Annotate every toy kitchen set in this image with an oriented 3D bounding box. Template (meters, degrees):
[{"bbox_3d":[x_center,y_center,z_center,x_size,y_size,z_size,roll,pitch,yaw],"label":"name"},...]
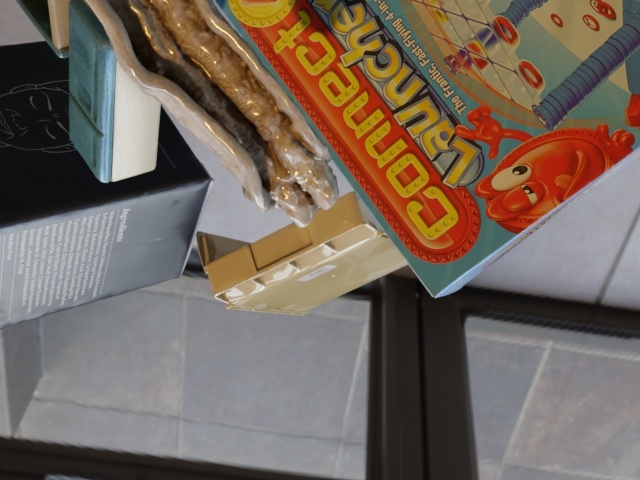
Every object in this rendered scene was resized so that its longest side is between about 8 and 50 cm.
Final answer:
[{"bbox_3d":[-0.228,-0.133,0.583,0.166,0.207,0.122,-21,146,-30],"label":"toy kitchen set"}]

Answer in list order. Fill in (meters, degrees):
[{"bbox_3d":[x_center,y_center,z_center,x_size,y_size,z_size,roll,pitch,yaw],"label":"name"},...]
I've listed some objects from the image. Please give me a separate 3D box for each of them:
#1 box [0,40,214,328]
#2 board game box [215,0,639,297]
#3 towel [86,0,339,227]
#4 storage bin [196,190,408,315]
[{"bbox_3d":[-0.391,-0.073,1.097,0.396,0.293,0.212,-16,148,-33],"label":"box"},{"bbox_3d":[0.119,-0.169,0.630,0.302,0.086,0.308,-39,80,18],"label":"board game box"},{"bbox_3d":[-0.099,-0.130,0.406,0.049,0.187,0.282,-39,107,-1],"label":"towel"},{"bbox_3d":[0.000,0.000,1.252,0.262,0.123,0.260,-26,162,23],"label":"storage bin"}]
